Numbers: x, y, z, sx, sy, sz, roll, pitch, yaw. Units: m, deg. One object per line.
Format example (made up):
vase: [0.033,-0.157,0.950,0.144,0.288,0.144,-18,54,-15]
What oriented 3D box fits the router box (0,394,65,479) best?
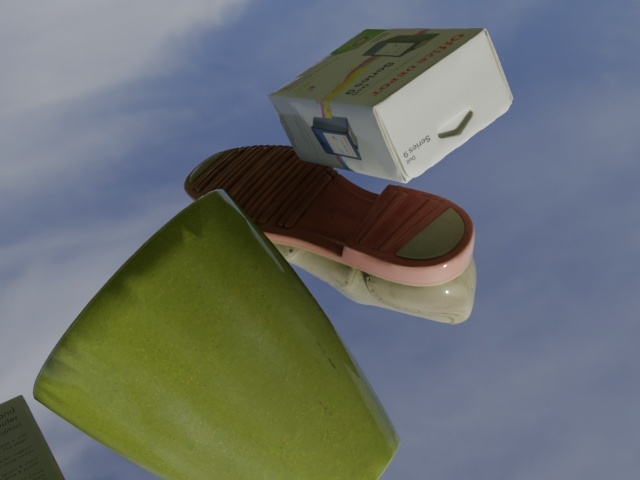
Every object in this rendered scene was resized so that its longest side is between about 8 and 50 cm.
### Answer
router box: [-0.407,0.341,0.973,0.335,0.082,0.301,-24,-140,-22]

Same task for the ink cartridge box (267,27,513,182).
ink cartridge box: [0.069,-0.147,1.002,0.154,0.093,0.212,-37,-151,-19]

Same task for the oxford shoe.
oxford shoe: [0.000,0.000,1.115,0.397,0.147,0.140,24,-123,35]

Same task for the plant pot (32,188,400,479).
plant pot: [-0.075,0.148,0.940,0.293,0.275,0.275,41,-137,4]
